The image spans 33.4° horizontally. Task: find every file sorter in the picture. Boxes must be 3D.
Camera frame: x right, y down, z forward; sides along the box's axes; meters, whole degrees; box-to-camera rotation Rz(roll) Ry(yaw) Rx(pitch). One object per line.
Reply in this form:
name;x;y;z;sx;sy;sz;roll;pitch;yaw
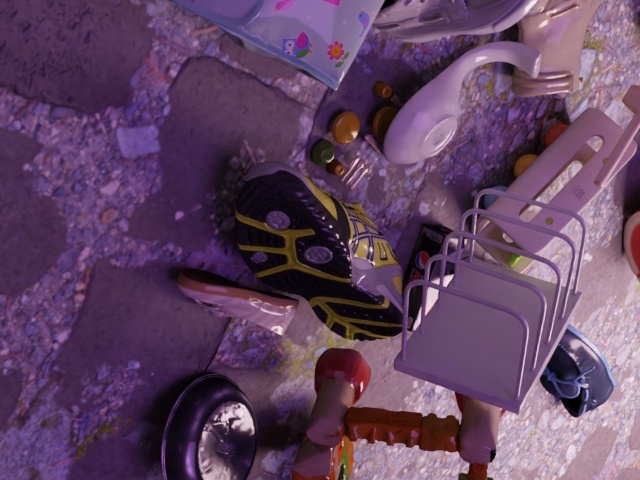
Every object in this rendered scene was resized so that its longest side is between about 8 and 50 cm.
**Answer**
file sorter;0.254;0.073;1.541;0.278;0.192;0.173;-47;147;-45

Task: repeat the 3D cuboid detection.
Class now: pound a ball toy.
pound a ball toy;0.394;-0.117;1.723;0.319;0.135;0.208;-45;170;-15

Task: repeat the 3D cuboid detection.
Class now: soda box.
soda box;0.172;0.061;1.703;0.060;0.053;0.169;7;108;-43

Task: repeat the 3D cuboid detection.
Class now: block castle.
block castle;0.126;0.386;1.643;0.213;0.302;0.454;-69;161;-58

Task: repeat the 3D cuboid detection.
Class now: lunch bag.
lunch bag;-0.053;-0.330;1.227;0.262;0.160;0.223;25;98;-35

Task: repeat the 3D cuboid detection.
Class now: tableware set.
tableware set;0.054;-0.155;1.509;0.154;0.024;0.104;-54;132;-4

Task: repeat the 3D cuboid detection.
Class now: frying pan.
frying pan;-0.174;0.336;1.465;0.197;0.053;0.326;59;45;-39

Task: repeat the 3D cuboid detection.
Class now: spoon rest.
spoon rest;0.195;-0.208;1.562;0.276;0.084;0.137;-35;152;-16

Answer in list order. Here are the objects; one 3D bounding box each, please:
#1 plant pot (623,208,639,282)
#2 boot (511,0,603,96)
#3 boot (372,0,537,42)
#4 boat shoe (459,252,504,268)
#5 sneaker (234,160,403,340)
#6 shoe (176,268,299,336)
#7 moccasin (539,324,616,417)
plant pot;0.737;-0.008;2.037;0.243;0.275;0.275;-23;126;-20
boot;0.400;-0.344;1.661;0.261;0.095;0.204;-24;126;-28
boot;0.149;-0.310;1.351;0.123;0.258;0.095;7;80;-40
boat shoe;0.297;0.084;1.810;0.226;0.075;0.083;18;100;-45
sneaker;0.000;0.000;1.473;0.385;0.145;0.147;51;34;-49
shoe;-0.112;0.088;1.449;0.219;0.076;0.058;19;93;-47
moccasin;0.475;0.252;2.016;0.117;0.137;0.342;-49;134;-5
